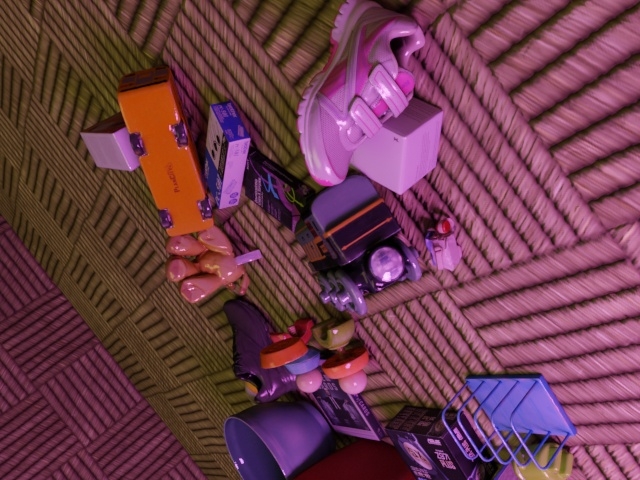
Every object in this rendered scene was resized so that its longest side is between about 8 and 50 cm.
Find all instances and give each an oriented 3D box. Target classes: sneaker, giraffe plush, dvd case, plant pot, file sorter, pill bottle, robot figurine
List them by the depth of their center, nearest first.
[{"bbox_3d":[0.054,-0.185,0.820,0.111,0.252,0.103,16,175,29],"label":"sneaker"},{"bbox_3d":[0.305,0.302,1.096,0.118,0.104,0.170,57,149,-8],"label":"file sorter"},{"bbox_3d":[0.375,0.380,1.120,0.101,0.067,0.115,25,151,-15],"label":"robot figurine"},{"bbox_3d":[-0.254,0.055,1.522,0.170,0.211,0.181,154,115,-73],"label":"giraffe plush"},{"bbox_3d":[0.125,0.619,1.525,0.267,0.236,0.267,12,132,47],"label":"plant pot"},{"bbox_3d":[0.038,0.373,1.582,0.179,0.030,0.238,-14,111,56],"label":"dvd case"},{"bbox_3d":[-0.174,0.272,1.633,0.286,0.130,0.109,53,154,21],"label":"sneaker"},{"bbox_3d":[-0.087,0.533,1.695,0.293,0.196,0.292,32,136,37],"label":"plant pot"},{"bbox_3d":[-0.151,0.376,1.754,0.103,0.103,0.184,36,146,24],"label":"pill bottle"}]

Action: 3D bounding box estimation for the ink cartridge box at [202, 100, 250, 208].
[{"bbox_3d":[-0.185,-0.162,1.276,0.097,0.046,0.207,62,155,24],"label":"ink cartridge box"}]

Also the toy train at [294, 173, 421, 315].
[{"bbox_3d":[0.044,0.008,1.050,0.190,0.142,0.334,59,170,-1],"label":"toy train"}]

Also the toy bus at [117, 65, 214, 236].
[{"bbox_3d":[-0.311,-0.174,1.356,0.130,0.108,0.332,-107,4,-54],"label":"toy bus"}]

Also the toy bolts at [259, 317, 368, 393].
[{"bbox_3d":[-0.028,0.268,1.396,0.228,0.218,0.158,-9,102,63],"label":"toy bolts"}]

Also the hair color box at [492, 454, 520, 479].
[{"bbox_3d":[0.413,0.575,1.236,0.174,0.105,0.347,23,139,38],"label":"hair color box"}]

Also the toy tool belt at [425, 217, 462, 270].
[{"bbox_3d":[0.179,0.006,1.005,0.051,0.052,0.083,3,124,41],"label":"toy tool belt"}]

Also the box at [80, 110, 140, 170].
[{"bbox_3d":[-0.428,-0.228,1.466,0.171,0.130,0.091,11,129,46],"label":"box"}]

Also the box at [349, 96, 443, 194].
[{"bbox_3d":[0.102,-0.140,0.917,0.102,0.087,0.101,32,144,28],"label":"box"}]

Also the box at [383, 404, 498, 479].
[{"bbox_3d":[0.239,0.419,1.325,0.180,0.078,0.147,-13,111,56],"label":"box"}]

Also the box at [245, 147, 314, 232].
[{"bbox_3d":[-0.082,-0.090,1.262,0.162,0.029,0.116,38,146,24],"label":"box"}]
